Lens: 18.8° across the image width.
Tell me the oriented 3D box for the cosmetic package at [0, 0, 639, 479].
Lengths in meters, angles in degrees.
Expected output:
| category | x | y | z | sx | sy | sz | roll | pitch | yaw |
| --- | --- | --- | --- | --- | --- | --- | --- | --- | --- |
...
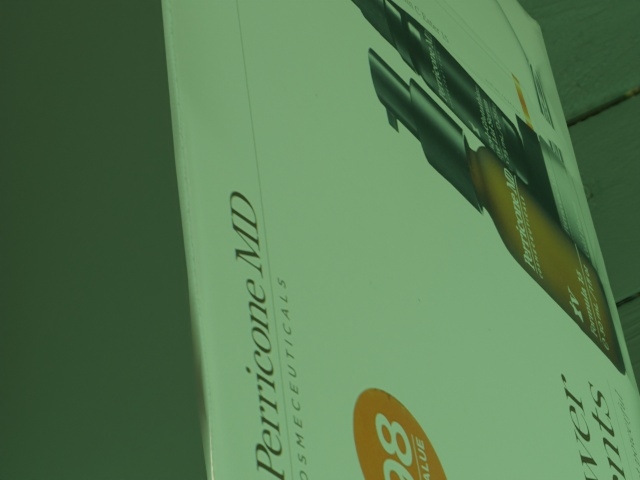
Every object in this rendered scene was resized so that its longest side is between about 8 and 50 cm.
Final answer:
| category | x | y | z | sx | sy | sz | roll | pitch | yaw |
| --- | --- | --- | --- | --- | --- | --- | --- | --- | --- |
| cosmetic package | 0.000 | 0.000 | 0.614 | 0.284 | 0.097 | 0.377 | 38 | 31 | -42 |
